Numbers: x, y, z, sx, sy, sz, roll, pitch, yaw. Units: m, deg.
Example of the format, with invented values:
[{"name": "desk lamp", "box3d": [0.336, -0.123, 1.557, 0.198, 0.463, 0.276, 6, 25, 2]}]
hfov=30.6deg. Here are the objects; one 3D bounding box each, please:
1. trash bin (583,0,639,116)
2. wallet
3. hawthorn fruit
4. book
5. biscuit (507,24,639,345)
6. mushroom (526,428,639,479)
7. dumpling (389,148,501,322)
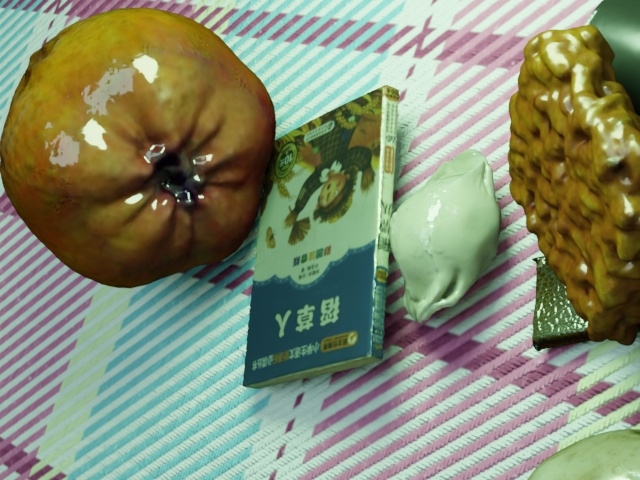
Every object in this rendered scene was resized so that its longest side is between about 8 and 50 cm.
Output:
[{"name": "trash bin", "box3d": [0.480, -0.184, 1.395, 0.333, 0.214, 0.214, 27, 92, 47]}, {"name": "wallet", "box3d": [0.385, 0.061, 1.500, 0.243, 0.039, 0.133, -16, 59, 36]}, {"name": "hawthorn fruit", "box3d": [-0.311, -0.168, 1.903, 0.471, 0.471, 0.472, -15, 66, 35]}, {"name": "book", "box3d": [0.000, 0.000, 1.783, 0.300, 0.039, 0.428, -20, 57, 47]}, {"name": "biscuit", "box3d": [0.323, -0.070, 1.397, 0.110, 0.318, 0.312, -12, 52, -11]}, {"name": "mushroom", "box3d": [0.341, 0.323, 1.344, 0.255, 0.184, 0.255, -39, 10, 8]}, {"name": "dumpling", "box3d": [0.164, -0.003, 1.646, 0.193, 0.147, 0.258, -24, 48, 62]}]
